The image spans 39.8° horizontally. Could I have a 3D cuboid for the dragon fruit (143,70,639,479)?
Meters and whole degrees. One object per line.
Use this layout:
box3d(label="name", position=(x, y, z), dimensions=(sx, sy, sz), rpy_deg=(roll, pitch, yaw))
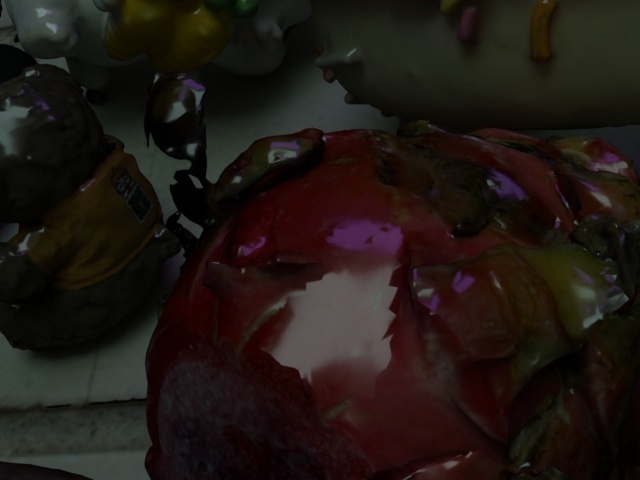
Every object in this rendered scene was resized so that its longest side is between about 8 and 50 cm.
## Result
box3d(label="dragon fruit", position=(0.059, 0.049, 0.458), dimensions=(0.269, 0.250, 0.291), rpy_deg=(31, 44, 29))

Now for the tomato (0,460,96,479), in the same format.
box3d(label="tomato", position=(-0.109, 0.227, 0.273), dimensions=(0.282, 0.317, 0.317), rpy_deg=(14, 49, -15))

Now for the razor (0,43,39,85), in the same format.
box3d(label="razor", position=(-0.381, -0.039, 0.781), dimensions=(0.204, 0.113, 0.349), rpy_deg=(7, 55, 22))

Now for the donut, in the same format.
box3d(label="donut", position=(0.163, -0.163, 0.581), dimensions=(0.382, 0.143, 0.383), rpy_deg=(-5, 18, 2))

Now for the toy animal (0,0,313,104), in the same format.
box3d(label="toy animal", position=(-0.118, -0.237, 0.802), dimensions=(0.309, 0.183, 0.247), rpy_deg=(-11, 49, 11))

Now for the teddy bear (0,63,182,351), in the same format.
box3d(label="teddy bear", position=(-0.188, -0.030, 0.652), dimensions=(0.140, 0.190, 0.177), rpy_deg=(-4, 45, 26))
